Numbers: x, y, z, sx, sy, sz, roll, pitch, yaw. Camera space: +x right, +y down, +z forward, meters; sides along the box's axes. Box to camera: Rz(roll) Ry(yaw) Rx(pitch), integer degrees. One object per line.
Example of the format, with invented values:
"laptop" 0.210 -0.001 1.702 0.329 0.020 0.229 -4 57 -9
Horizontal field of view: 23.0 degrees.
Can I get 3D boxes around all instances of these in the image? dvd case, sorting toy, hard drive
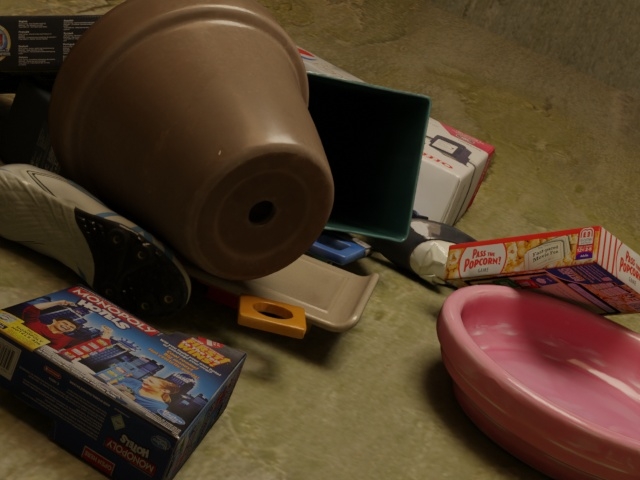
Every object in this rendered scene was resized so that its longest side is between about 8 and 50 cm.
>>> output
"dvd case" 0.000 0.000 1.812 0.087 0.013 0.119 30 21 21
"sorting toy" -0.049 0.046 1.582 0.196 0.047 0.348 17 16 5
"hard drive" -0.286 -0.101 1.635 0.022 0.094 0.135 2 27 -44

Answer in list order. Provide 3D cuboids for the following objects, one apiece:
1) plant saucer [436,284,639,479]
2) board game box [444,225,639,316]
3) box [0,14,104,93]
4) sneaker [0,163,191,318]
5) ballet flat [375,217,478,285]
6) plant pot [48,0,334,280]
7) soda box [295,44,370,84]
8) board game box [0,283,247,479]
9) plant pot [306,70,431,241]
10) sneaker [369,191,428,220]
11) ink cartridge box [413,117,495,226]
"plant saucer" 0.261 0.159 1.566 0.332 0.084 0.332 21 18 -7
"board game box" 0.256 0.042 1.716 0.193 0.045 0.146 -8 -28 39
"box" -0.282 -0.203 1.732 0.270 0.060 0.216 0 -2 8
"sneaker" -0.216 -0.007 1.475 0.237 0.085 0.086 29 24 15
"ballet flat" 0.162 0.026 1.841 0.203 0.074 0.074 18 19 -21
"plant pot" -0.099 -0.081 1.499 0.263 0.263 0.229 8 28 -36
"soda box" -0.013 -0.235 2.353 0.216 0.069 0.074 30 20 22
"board game box" -0.153 0.111 1.263 0.194 0.060 0.194 29 19 19
"plant pot" -0.013 -0.104 1.814 0.165 0.166 0.234 9 3 -28
"sneaker" 0.081 -0.031 1.894 0.059 0.053 0.144 26 -7 25
"ink cartridge box" 0.116 -0.096 2.068 0.172 0.100 0.237 25 19 10
